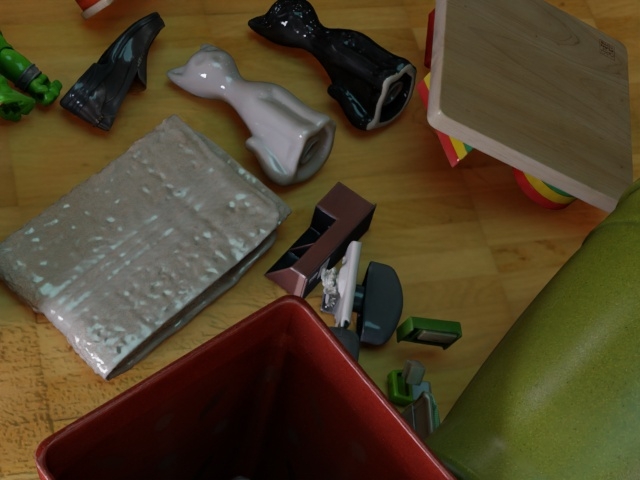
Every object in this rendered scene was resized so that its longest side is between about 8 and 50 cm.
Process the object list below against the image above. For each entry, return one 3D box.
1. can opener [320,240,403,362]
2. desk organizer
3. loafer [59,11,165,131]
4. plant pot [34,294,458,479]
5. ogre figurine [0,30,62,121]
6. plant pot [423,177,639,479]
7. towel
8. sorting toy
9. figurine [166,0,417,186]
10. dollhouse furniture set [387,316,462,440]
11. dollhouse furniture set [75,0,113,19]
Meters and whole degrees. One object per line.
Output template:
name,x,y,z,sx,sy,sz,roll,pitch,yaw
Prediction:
can opener,0.027,0.122,1.378,0.093,0.074,0.280,16,55,-4
desk organizer,0.000,0.000,1.471,0.050,0.047,0.130,34,56,13
loafer,-0.219,-0.187,1.545,0.061,0.062,0.170,42,58,-11
plant pot,-0.063,0.256,1.167,0.267,0.236,0.267,-30,69,-29
ogre figurine,-0.382,-0.175,1.468,0.197,0.097,0.118,-25,74,-19
plant pot,0.282,0.184,1.261,0.353,0.366,0.366,-37,71,-18
towel,-0.181,0.000,1.428,0.187,0.049,0.282,40,58,16
sorting toy,0.222,-0.161,1.575,0.257,0.089,0.255,24,49,-20
figurine,-0.038,-0.184,1.571,0.209,0.092,0.215,40,57,23
dollhouse furniture set,0.110,0.154,1.375,0.058,0.076,0.152,10,58,-22
dollhouse furniture set,-0.281,-0.397,1.560,0.135,0.262,0.259,-44,106,-31
